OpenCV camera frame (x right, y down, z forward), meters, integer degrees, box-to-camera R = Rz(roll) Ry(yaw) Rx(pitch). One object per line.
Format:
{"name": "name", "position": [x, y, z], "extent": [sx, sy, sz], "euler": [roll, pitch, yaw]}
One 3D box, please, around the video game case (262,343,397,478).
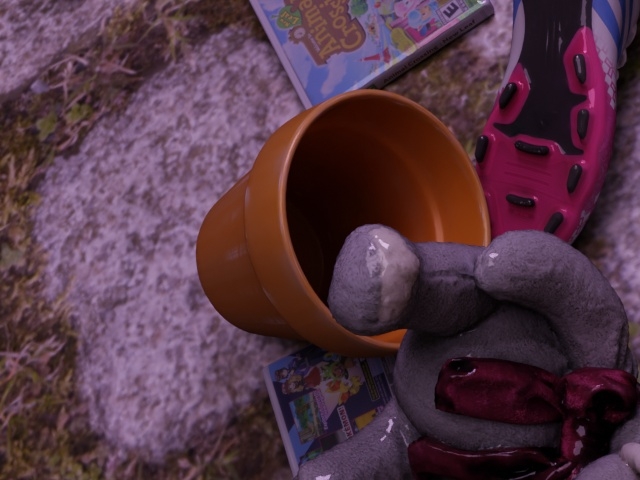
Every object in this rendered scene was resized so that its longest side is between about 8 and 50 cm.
{"name": "video game case", "position": [0.059, 0.154, 1.243], "extent": [0.183, 0.023, 0.201], "euler": [-27, 59, 14]}

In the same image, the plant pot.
{"name": "plant pot", "position": [0.000, 0.000, 1.234], "extent": [0.188, 0.205, 0.205], "euler": [-17, 57, 53]}

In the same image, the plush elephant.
{"name": "plush elephant", "position": [0.169, 0.139, 1.036], "extent": [0.255, 0.330, 0.271], "euler": [37, 122, 35]}

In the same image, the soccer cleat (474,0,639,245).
{"name": "soccer cleat", "position": [0.212, -0.144, 1.254], "extent": [0.116, 0.143, 0.331], "euler": [10, 96, 36]}

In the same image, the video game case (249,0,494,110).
{"name": "video game case", "position": [0.035, -0.236, 1.430], "extent": [0.193, 0.023, 0.212], "euler": [-33, 57, 11]}
